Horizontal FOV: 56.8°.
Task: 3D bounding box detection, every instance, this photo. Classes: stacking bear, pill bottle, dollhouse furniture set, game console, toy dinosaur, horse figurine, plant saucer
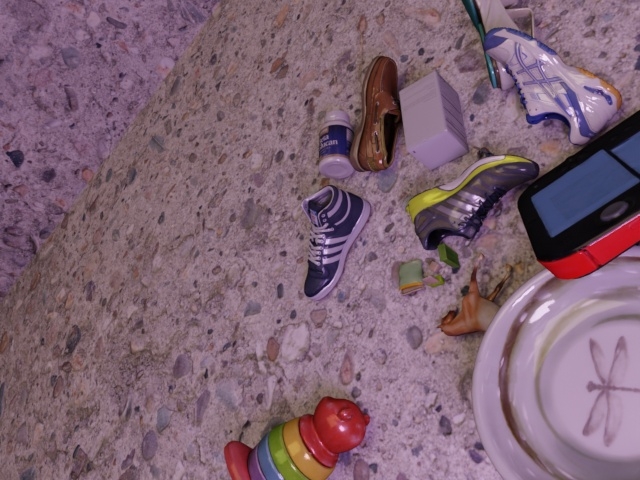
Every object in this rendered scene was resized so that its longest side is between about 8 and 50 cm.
[{"bbox_3d":[-0.031,0.434,1.241,0.289,0.175,0.164,-39,44,13],"label":"stacking bear"},{"bbox_3d":[0.042,-0.256,1.565,0.094,0.094,0.169,-21,56,37],"label":"pill bottle"},{"bbox_3d":[0.215,0.061,1.256,0.152,0.059,0.076,-24,54,35],"label":"dollhouse furniture set"},{"bbox_3d":[0.475,-0.107,0.929,0.342,0.060,0.386,-42,7,22],"label":"game console"},{"bbox_3d":[0.362,-0.169,1.261,0.082,0.090,0.047,-78,-1,-46],"label":"toy dinosaur"},{"bbox_3d":[0.341,0.128,1.093,0.263,0.066,0.174,22,80,50],"label":"horse figurine"},{"bbox_3d":[0.410,0.201,0.823,0.400,0.100,0.400,-30,42,31],"label":"plant saucer"}]

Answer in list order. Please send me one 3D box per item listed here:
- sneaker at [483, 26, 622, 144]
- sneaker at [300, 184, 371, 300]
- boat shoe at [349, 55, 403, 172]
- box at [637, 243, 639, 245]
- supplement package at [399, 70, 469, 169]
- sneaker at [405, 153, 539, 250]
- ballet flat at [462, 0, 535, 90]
[{"bbox_3d":[0.419,-0.300,1.148,0.296,0.112,0.131,42,109,23],"label":"sneaker"},{"bbox_3d":[0.000,0.000,1.429,0.099,0.153,0.282,27,89,49],"label":"sneaker"},{"bbox_3d":[0.164,-0.316,1.480,0.104,0.111,0.307,4,82,42],"label":"boat shoe"},{"bbox_3d":[0.558,0.092,0.888,0.322,0.079,0.257,-5,65,43],"label":"box"},{"bbox_3d":[0.257,-0.273,1.353,0.105,0.105,0.179,-24,54,34],"label":"supplement package"},{"bbox_3d":[0.313,-0.072,1.208,0.300,0.111,0.121,-31,56,40],"label":"sneaker"},{"bbox_3d":[0.403,-0.509,1.337,0.139,0.139,0.400,-29,56,32],"label":"ballet flat"}]
